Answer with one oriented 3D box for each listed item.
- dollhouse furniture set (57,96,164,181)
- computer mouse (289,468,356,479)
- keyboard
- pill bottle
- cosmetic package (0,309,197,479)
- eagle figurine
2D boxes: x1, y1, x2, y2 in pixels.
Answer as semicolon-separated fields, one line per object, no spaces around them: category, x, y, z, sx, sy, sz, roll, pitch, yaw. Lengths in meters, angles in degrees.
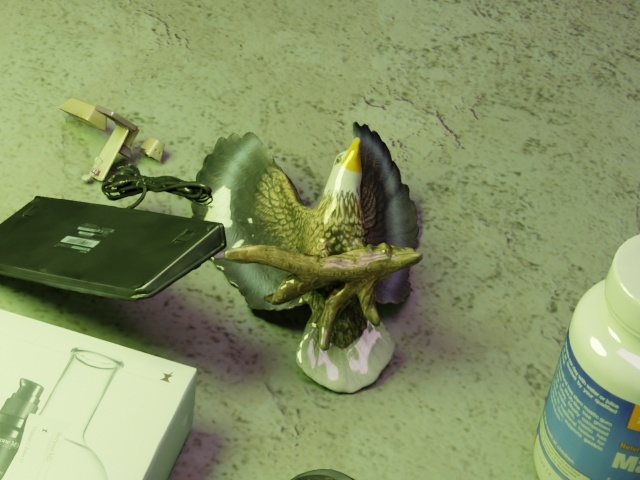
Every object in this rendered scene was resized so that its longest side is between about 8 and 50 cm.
dollhouse furniture set;-0.252;-0.103;1.880;0.114;0.091;0.081;24;84;46
computer mouse;0.047;0.308;1.433;0.072;0.188;0.272;32;10;-48
keyboard;-0.206;-0.010;1.669;0.317;0.033;0.201;10;41;46
pill bottle;0.294;0.127;1.540;0.152;0.272;0.152;4;44;-4
cosmetic package;-0.335;0.187;1.505;0.377;0.097;0.284;16;41;7
eagle figurine;0.006;-0.009;1.732;0.226;0.225;0.298;44;3;-20
